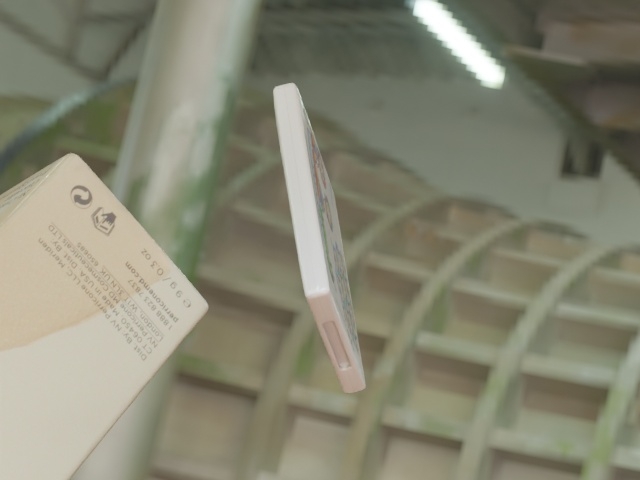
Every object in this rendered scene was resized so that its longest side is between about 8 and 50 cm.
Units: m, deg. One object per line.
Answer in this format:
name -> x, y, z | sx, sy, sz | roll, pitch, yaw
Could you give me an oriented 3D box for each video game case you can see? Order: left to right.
video game case -> 0.000, 0.000, 1.281 | 0.019, 0.157, 0.143 | -12, -31, 5

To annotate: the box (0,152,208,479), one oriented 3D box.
box -> -0.211, 0.107, 1.035 | 0.148, 0.311, 0.121 | -26, -71, 46
